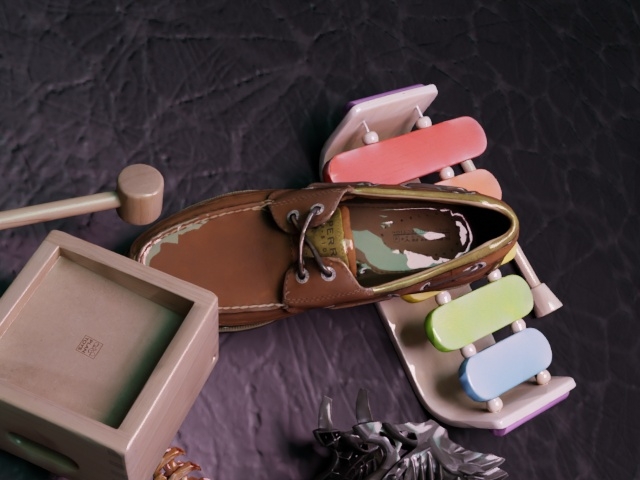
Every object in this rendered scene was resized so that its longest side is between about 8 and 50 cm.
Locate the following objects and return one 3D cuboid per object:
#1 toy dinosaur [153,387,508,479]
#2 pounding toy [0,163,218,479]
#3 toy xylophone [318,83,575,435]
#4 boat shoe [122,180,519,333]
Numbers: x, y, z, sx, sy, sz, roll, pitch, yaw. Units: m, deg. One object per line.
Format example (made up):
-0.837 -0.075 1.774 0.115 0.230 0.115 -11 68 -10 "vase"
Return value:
0.021 0.234 0.792 0.322 0.164 0.218 47 63 -33 "toy dinosaur"
-0.161 0.048 0.761 0.181 0.094 0.206 21 54 10 "pounding toy"
0.125 0.008 1.006 0.236 0.081 0.323 -30 90 -42 "toy xylophone"
0.000 0.000 0.842 0.307 0.104 0.111 -10 83 -16 "boat shoe"
